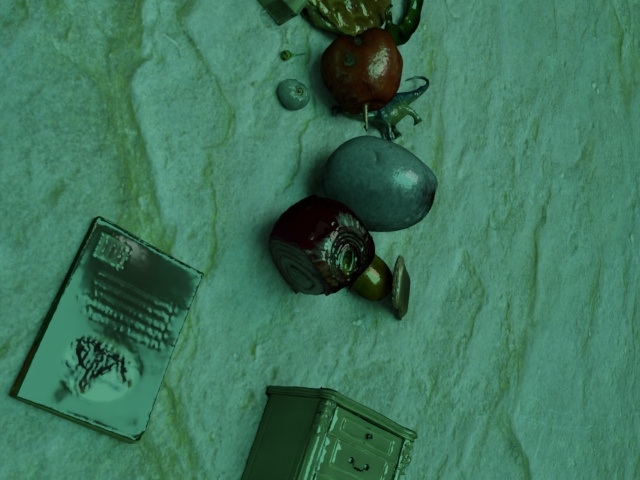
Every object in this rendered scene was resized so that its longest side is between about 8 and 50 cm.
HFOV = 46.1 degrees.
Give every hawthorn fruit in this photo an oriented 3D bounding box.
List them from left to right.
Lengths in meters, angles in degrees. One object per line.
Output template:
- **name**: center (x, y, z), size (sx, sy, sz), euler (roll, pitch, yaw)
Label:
- **hawthorn fruit**: center (0.105, -0.386, 1.840), size (0.208, 0.207, 0.243), euler (5, 75, -39)

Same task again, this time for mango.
- **mango**: center (0.110, 0.079, 1.856), size (0.163, 0.089, 0.111), euler (39, 48, -18)

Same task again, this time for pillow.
- **pillow**: center (0.203, 0.119, 1.894), size (0.211, 0.034, 0.135), euler (58, 41, -69)

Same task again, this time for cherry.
- **cherry**: center (0.131, -0.134, 1.796), size (0.218, 0.296, 0.255), euler (-64, 150, -25)

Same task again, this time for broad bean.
- **broad bean**: center (0.232, -0.615, 2.062), size (0.292, 0.050, 0.144), euler (-52, 148, -48)

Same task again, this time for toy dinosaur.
- **toy dinosaur**: center (0.188, -0.339, 1.992), size (0.363, 0.076, 0.147), euler (-28, 90, -33)

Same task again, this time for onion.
- **onion**: center (0.003, -0.004, 1.684), size (0.207, 0.216, 0.206), euler (-40, 111, -30)

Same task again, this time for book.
- **book**: center (-0.395, 0.172, 1.449), size (0.260, 0.043, 0.370), euler (33, 62, -29)

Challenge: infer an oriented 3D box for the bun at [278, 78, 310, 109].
- **bun**: center (-0.061, -0.352, 1.805), size (0.083, 0.045, 0.083), euler (12, 71, -37)

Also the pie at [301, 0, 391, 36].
- **pie**: center (0.053, -0.668, 1.932), size (0.340, 0.083, 0.339), euler (10, 74, -39)

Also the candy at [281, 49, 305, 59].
- **candy**: center (-0.065, -0.456, 1.839), size (0.083, 0.025, 0.023), euler (-25, 127, -48)

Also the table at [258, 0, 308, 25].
- **table**: center (-0.089, -0.574, 1.795), size (0.083, 0.079, 0.062), euler (45, 59, -24)

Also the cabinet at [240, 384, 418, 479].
- **cabinet**: center (0.005, 0.510, 1.606), size (0.290, 0.228, 0.317), euler (34, 63, -32)
